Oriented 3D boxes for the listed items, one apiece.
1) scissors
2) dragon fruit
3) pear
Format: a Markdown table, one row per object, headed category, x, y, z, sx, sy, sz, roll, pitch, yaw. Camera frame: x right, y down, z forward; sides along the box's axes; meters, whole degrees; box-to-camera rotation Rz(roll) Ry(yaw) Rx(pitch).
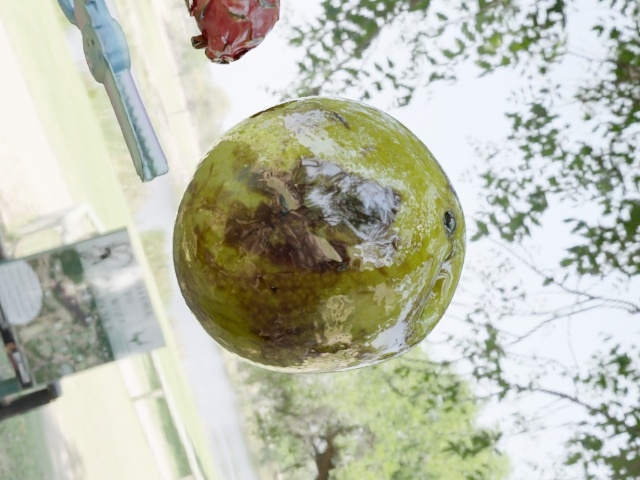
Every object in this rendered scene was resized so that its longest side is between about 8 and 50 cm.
| category | x | y | z | sx | sy | sz | roll | pitch | yaw |
| --- | --- | --- | --- | --- | --- | --- | --- | --- | --- |
| scissors | -0.191 | -0.172 | 0.771 | 0.256 | 0.030 | 0.125 | 67 | -26 | 7 |
| dragon fruit | -0.114 | -0.315 | 1.176 | 0.133 | 0.136 | 0.166 | 24 | 77 | -72 |
| pear | 0.000 | 0.000 | 0.839 | 0.283 | 0.283 | 0.283 | 164 | -90 | -84 |
